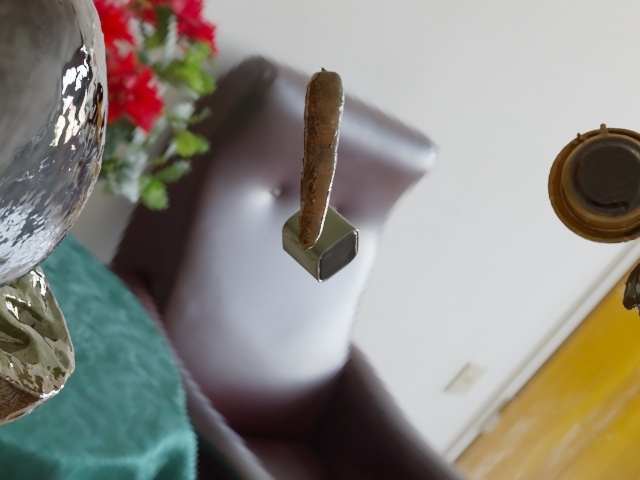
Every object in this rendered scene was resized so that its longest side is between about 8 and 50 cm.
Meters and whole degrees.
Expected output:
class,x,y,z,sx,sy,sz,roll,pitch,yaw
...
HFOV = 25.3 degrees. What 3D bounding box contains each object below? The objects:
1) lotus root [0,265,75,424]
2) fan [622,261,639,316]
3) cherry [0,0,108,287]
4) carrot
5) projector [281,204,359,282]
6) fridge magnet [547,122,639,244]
class,x,y,z,sx,sy,sz,roll,pitch,yaw
lotus root,-0.458,0.060,1.762,0.390,0.111,0.375,55,13,-22
fan,0.363,-0.014,1.403,0.008,0.226,0.152,20,13,-12
cherry,-0.246,-0.077,0.832,0.218,0.255,0.296,37,-22,25
carrot,-0.001,-0.071,1.239,0.036,0.165,0.035,5,-12,1
projector,0.000,0.000,2.114,0.082,0.083,0.083,42,-26,26
fridge magnet,0.331,-0.065,1.623,0.143,0.143,0.063,46,-6,22
